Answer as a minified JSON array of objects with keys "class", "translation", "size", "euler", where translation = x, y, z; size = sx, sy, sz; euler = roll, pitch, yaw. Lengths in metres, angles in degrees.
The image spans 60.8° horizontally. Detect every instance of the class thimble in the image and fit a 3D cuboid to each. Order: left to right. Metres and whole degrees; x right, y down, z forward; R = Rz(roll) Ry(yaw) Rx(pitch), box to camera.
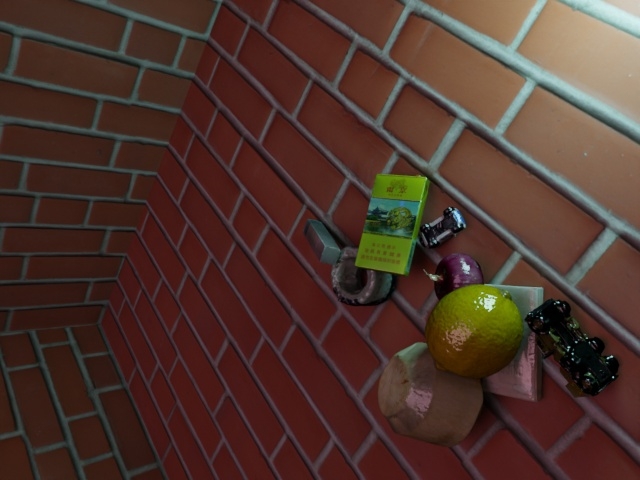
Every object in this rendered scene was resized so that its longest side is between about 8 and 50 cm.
[{"class":"thimble","translation":[0.150,0.122,1.964],"size":[0.238,0.150,0.237],"euler":[-5,83,45]}]

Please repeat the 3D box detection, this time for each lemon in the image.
[{"class":"lemon","translation":[0.424,0.251,1.511],"size":[0.268,0.268,0.267],"euler":[-2,88,45]}]

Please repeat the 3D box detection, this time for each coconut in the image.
[{"class":"coconut","translation":[0.347,0.469,1.662],"size":[0.323,0.323,0.322],"euler":[-2,88,45]}]

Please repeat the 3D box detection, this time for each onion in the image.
[{"class":"onion","translation":[0.422,0.126,1.681],"size":[0.177,0.154,0.177],"euler":[2,92,51]}]

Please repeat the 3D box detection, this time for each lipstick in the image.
[{"class":"lipstick","translation":[0.000,0.000,2.077],"size":[0.317,0.066,0.068],"euler":[-123,51,-66]}]

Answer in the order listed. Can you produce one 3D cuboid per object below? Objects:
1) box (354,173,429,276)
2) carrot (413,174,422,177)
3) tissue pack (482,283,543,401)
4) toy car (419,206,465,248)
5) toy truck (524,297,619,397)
[{"class":"box","translation":[0.240,-0.056,1.826],"size":[0.187,0.047,0.334],"euler":[8,78,32]},{"class":"carrot","translation":[0.313,-0.137,1.889],"size":[0.037,0.037,0.190],"euler":[31,113,42]},{"class":"tissue pack","translation":[0.560,0.293,1.597],"size":[0.170,0.071,0.325],"euler":[2,90,44]},{"class":"toy car","translation":[0.394,-0.034,1.776],"size":[0.171,0.071,0.080],"euler":[-39,62,36]},{"class":"toy truck","translation":[0.655,0.286,1.455],"size":[0.257,0.127,0.127],"euler":[57,153,16]}]
